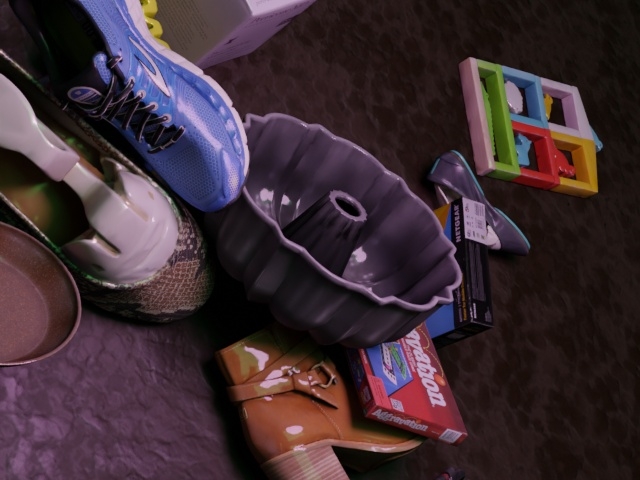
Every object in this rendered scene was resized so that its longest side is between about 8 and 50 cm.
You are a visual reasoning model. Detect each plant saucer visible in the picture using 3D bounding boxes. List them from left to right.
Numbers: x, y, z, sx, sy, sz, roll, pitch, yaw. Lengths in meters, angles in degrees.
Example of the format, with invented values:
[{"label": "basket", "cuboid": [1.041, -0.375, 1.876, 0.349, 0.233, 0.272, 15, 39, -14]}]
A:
[{"label": "plant saucer", "cuboid": [-0.335, 0.055, 1.252, 0.199, 0.036, 0.198, 22, 35, -17]}]

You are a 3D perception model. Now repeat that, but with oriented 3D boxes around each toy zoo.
[{"label": "toy zoo", "cuboid": [0.347, -0.173, 2.028, 0.293, 0.030, 0.192, 9, 65, -36]}]

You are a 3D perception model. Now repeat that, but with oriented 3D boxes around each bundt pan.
[{"label": "bundt pan", "cuboid": [0.000, 0.000, 1.518, 0.331, 0.124, 0.330, 28, 30, -18]}]

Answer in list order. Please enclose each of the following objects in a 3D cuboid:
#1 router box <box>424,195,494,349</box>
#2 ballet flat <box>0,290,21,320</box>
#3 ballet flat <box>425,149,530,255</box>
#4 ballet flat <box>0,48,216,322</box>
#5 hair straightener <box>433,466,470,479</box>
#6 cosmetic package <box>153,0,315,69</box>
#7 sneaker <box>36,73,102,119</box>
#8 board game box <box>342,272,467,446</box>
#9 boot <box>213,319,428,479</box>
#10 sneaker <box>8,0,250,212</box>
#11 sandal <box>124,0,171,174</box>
[{"label": "router box", "cuboid": [0.164, 0.048, 1.702, 0.046, 0.133, 0.178, 17, 60, -35]}, {"label": "ballet flat", "cuboid": [-0.401, 0.112, 1.238, 0.096, 0.095, 0.280, 50, 36, 3]}, {"label": "ballet flat", "cuboid": [0.221, -0.037, 1.842, 0.203, 0.074, 0.074, 50, 47, -19]}, {"label": "ballet flat", "cuboid": [-0.287, -0.074, 1.345, 0.483, 0.182, 0.164, 44, 76, -17]}, {"label": "hair straightener", "cuboid": [0.129, 0.356, 1.600, 0.230, 0.047, 0.089, -22, 85, -48]}, {"label": "cosmetic package", "cuboid": [-0.121, -0.320, 1.599, 0.151, 0.184, 0.151, -30, 91, -43]}, {"label": "sneaker", "cuboid": [-0.288, -0.156, 1.438, 0.067, 0.118, 0.042, 70, 17, 4]}, {"label": "board game box", "cuboid": [0.084, 0.126, 1.591, 0.145, 0.027, 0.281, 23, 31, -32]}, {"label": "boot", "cuboid": [0.010, 0.185, 1.547, 0.283, 0.109, 0.220, -23, 80, -39]}, {"label": "sneaker", "cuboid": [-0.209, -0.153, 1.335, 0.330, 0.130, 0.147, 49, 33, -8]}, {"label": "sandal", "cuboid": [-0.249, -0.220, 1.502, 0.138, 0.126, 0.317, -9, 70, -31]}]
